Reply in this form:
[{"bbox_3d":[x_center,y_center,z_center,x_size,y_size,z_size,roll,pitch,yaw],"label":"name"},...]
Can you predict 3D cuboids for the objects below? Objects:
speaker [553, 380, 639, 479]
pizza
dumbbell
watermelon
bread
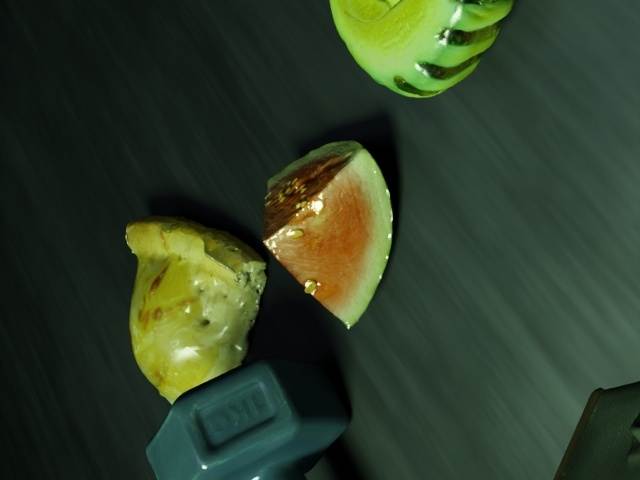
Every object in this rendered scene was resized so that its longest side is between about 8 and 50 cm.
[{"bbox_3d":[0.167,0.184,0.402,0.192,0.231,0.153,43,146,-13],"label":"speaker"},{"bbox_3d":[-0.124,0.069,0.966,0.204,0.081,0.188,-2,96,54],"label":"pizza"},{"bbox_3d":[-0.007,0.245,0.780,0.144,0.156,0.316,-39,62,19],"label":"dumbbell"},{"bbox_3d":[0.000,0.000,0.758,0.125,0.094,0.135,-14,91,48],"label":"watermelon"},{"bbox_3d":[0.064,-0.156,0.645,0.139,0.071,0.130,-49,55,50],"label":"bread"}]
